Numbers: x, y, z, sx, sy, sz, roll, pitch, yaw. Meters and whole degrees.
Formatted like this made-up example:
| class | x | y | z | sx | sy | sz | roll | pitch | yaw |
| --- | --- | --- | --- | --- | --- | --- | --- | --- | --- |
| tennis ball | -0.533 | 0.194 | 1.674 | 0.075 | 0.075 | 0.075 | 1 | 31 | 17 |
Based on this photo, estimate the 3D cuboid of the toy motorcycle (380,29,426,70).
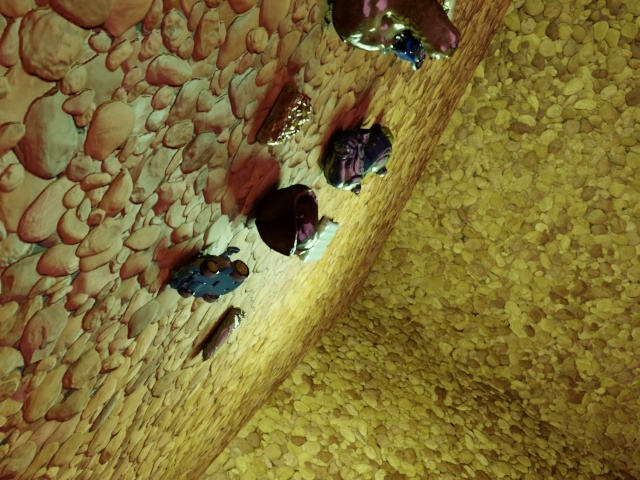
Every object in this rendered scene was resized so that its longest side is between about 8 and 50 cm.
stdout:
| class | x | y | z | sx | sy | sz | roll | pitch | yaw |
| --- | --- | --- | --- | --- | --- | --- | --- | --- | --- |
| toy motorcycle | 0.243 | -0.564 | 1.499 | 0.315 | 0.113 | 0.168 | -1 | 112 | -65 |

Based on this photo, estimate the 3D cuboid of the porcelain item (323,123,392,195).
| class | x | y | z | sx | sy | sz | roll | pitch | yaw |
| --- | --- | --- | --- | --- | --- | --- | --- | --- | --- |
| porcelain item | 0.109 | -0.264 | 1.684 | 0.288 | 0.138 | 0.186 | -39 | 140 | -44 |

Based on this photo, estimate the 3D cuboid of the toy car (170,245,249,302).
| class | x | y | z | sx | sy | sz | roll | pitch | yaw |
| --- | --- | --- | --- | --- | --- | --- | --- | --- | --- |
| toy car | -0.248 | 0.064 | 1.219 | 0.126 | 0.098 | 0.162 | -40 | 146 | 28 |

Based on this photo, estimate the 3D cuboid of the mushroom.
| class | x | y | z | sx | sy | sz | roll | pitch | yaw |
| --- | --- | --- | --- | --- | --- | --- | --- | --- | --- |
| mushroom | 0.158 | -0.509 | 1.133 | 0.267 | 0.255 | 0.267 | 4 | 90 | -81 |

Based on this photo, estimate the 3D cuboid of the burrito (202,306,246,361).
| class | x | y | z | sx | sy | sz | roll | pitch | yaw |
| --- | --- | --- | --- | --- | --- | --- | --- | --- | --- |
| burrito | -0.280 | 0.269 | 1.615 | 0.188 | 0.045 | 0.058 | -52 | 159 | -16 |

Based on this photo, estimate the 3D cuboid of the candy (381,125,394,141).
| class | x | y | z | sx | sy | sz | roll | pitch | yaw |
| --- | --- | --- | --- | --- | --- | --- | --- | --- | --- |
| candy | 0.148 | -0.294 | 1.896 | 0.262 | 0.073 | 0.077 | -45 | 145 | -21 |

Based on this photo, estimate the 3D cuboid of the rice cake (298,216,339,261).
| class | x | y | z | sx | sy | sz | roll | pitch | yaw |
| --- | --- | --- | --- | --- | --- | --- | --- | --- | --- |
| rice cake | 0.000 | 0.000 | 2.054 | 0.189 | 0.037 | 0.198 | -57 | 167 | 0 |

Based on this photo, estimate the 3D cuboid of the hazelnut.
| class | x | y | z | sx | sy | sz | roll | pitch | yaw |
| --- | --- | --- | --- | --- | --- | --- | --- | --- | --- |
| hazelnut | -0.068 | -0.053 | 1.402 | 0.202 | 0.161 | 0.170 | -39 | 157 | -40 |

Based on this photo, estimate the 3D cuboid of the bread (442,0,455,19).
| class | x | y | z | sx | sy | sz | roll | pitch | yaw |
| --- | --- | --- | --- | --- | --- | --- | --- | --- | --- |
| bread | 0.356 | -0.708 | 1.523 | 0.182 | 0.039 | 0.250 | 68 | 31 | -70 |

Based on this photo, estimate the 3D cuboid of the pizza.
| class | x | y | z | sx | sy | sz | roll | pitch | yaw |
| --- | --- | --- | --- | --- | --- | --- | --- | --- | --- |
| pizza | -0.066 | -0.259 | 1.176 | 0.175 | 0.046 | 0.134 | -50 | 165 | -30 |
